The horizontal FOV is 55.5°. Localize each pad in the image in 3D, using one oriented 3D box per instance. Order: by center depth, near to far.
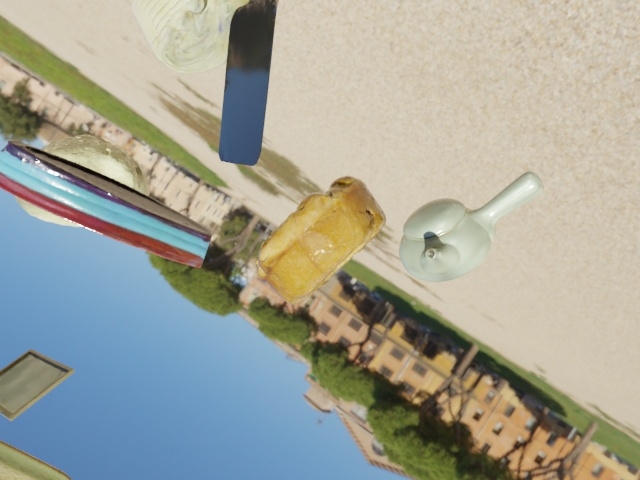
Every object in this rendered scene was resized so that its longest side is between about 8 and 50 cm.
[{"bbox_3d":[-0.126,-0.261,1.014,0.004,0.267,0.181,2,-172,-32],"label":"pad"}]

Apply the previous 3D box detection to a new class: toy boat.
[{"bbox_3d":[-0.373,-0.061,1.052,0.392,0.079,0.136,26,-160,-24],"label":"toy boat"}]

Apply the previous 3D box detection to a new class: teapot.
[{"bbox_3d":[0.315,-0.037,1.337,0.149,0.318,0.220,60,171,-25],"label":"teapot"}]

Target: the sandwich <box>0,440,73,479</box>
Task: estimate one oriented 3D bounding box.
[{"bbox_3d":[-0.384,0.276,0.717,0.113,0.079,0.163,-6,130,21],"label":"sandwich"}]

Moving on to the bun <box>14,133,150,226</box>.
[{"bbox_3d":[-0.674,-0.174,1.731,0.352,0.227,0.349,-7,164,19],"label":"bun"}]

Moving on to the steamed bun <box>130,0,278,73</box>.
[{"bbox_3d":[-0.220,-0.545,1.252,0.247,0.339,0.352,-7,-110,-49],"label":"steamed bun"}]

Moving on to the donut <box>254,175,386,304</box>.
[{"bbox_3d":[0.000,0.000,1.355,0.150,0.299,0.317,47,152,7],"label":"donut"}]

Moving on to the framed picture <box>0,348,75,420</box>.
[{"bbox_3d":[-0.583,0.276,1.189,0.200,0.136,0.010,6,125,42],"label":"framed picture"}]
